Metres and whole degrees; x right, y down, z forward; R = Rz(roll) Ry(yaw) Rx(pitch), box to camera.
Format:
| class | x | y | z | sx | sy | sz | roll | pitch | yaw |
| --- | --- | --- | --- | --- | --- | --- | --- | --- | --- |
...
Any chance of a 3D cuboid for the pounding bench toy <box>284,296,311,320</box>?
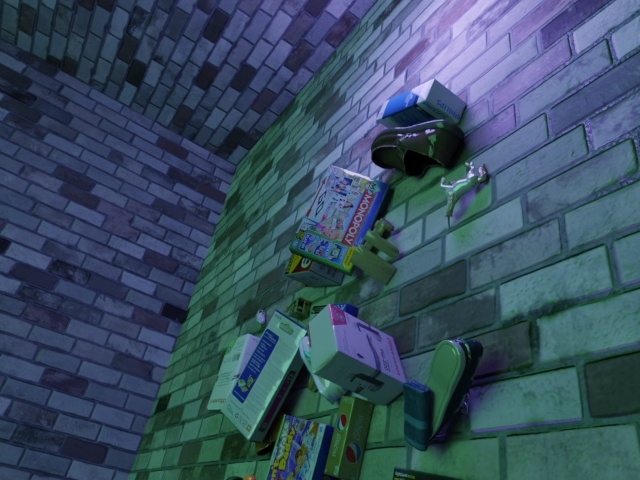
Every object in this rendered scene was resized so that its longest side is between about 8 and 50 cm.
| class | x | y | z | sx | sy | sz | roll | pitch | yaw |
| --- | --- | --- | --- | --- | --- | --- | --- | --- | --- |
| pounding bench toy | -0.082 | 0.230 | 1.700 | 0.052 | 0.083 | 0.065 | -37 | 35 | 47 |

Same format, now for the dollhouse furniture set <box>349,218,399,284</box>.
| class | x | y | z | sx | sy | sz | roll | pitch | yaw |
| --- | --- | --- | --- | --- | --- | --- | --- | --- | --- |
| dollhouse furniture set | 0.186 | 0.028 | 1.426 | 0.144 | 0.123 | 0.151 | -58 | -12 | 10 |

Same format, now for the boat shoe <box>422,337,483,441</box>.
| class | x | y | z | sx | sy | sz | roll | pitch | yaw |
| --- | --- | --- | --- | --- | --- | --- | --- | --- | --- |
| boat shoe | 0.239 | 0.294 | 0.946 | 0.095 | 0.079 | 0.255 | 48 | 131 | 54 |

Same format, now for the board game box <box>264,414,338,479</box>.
| class | x | y | z | sx | sy | sz | roll | pitch | yaw |
| --- | --- | --- | --- | --- | --- | --- | --- | --- | --- |
| board game box | -0.062 | 0.634 | 1.226 | 0.233 | 0.078 | 0.347 | -22 | 46 | 57 |

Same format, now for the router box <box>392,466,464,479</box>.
| class | x | y | z | sx | sy | sz | roll | pitch | yaw |
| --- | --- | --- | --- | --- | --- | --- | --- | --- | --- |
| router box | 0.193 | 0.493 | 0.882 | 0.179 | 0.046 | 0.133 | -27 | 41 | 54 |

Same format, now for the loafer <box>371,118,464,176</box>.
| class | x | y | z | sx | sy | sz | roll | pitch | yaw |
| --- | --- | --- | --- | --- | --- | --- | --- | --- | --- |
| loafer | 0.256 | -0.259 | 1.450 | 0.366 | 0.133 | 0.130 | -3 | 62 | 64 |

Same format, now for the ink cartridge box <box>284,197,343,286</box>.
| class | x | y | z | sx | sy | sz | roll | pitch | yaw |
| --- | --- | --- | --- | --- | --- | --- | --- | --- | --- |
| ink cartridge box | 0.000 | 0.000 | 1.718 | 0.271 | 0.130 | 0.310 | -16 | 51 | 61 |

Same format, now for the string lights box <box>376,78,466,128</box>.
| class | x | y | z | sx | sy | sz | roll | pitch | yaw |
| --- | --- | --- | --- | --- | --- | --- | --- | --- | --- |
| string lights box | 0.302 | -0.393 | 1.500 | 0.259 | 0.133 | 0.077 | 0 | 64 | 64 |

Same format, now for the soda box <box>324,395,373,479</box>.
| class | x | y | z | sx | sy | sz | roll | pitch | yaw |
| --- | --- | --- | --- | --- | --- | --- | --- | --- | --- |
| soda box | 0.069 | 0.465 | 1.154 | 0.058 | 0.061 | 0.181 | -24 | 44 | 56 |

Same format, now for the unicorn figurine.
| class | x | y | z | sx | sy | sz | roll | pitch | yaw |
| --- | --- | --- | --- | --- | --- | --- | --- | --- | --- |
| unicorn figurine | 0.344 | -0.127 | 1.216 | 0.162 | 0.060 | 0.111 | -48 | 27 | 32 |

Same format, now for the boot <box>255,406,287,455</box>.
| class | x | y | z | sx | sy | sz | roll | pitch | yaw |
| --- | --- | --- | --- | --- | --- | --- | --- | --- | --- |
| boot | -0.146 | 0.488 | 1.553 | 0.264 | 0.096 | 0.280 | -45 | 32 | 9 |

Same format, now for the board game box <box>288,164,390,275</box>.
| class | x | y | z | sx | sy | sz | roll | pitch | yaw |
| --- | --- | --- | --- | --- | --- | --- | --- | --- | --- |
| board game box | 0.063 | -0.070 | 1.555 | 0.318 | 0.213 | 0.046 | -65 | -18 | -15 |

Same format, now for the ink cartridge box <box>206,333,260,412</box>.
| class | x | y | z | sx | sy | sz | roll | pitch | yaw |
| --- | --- | --- | --- | --- | --- | --- | --- | --- | --- |
| ink cartridge box | -0.299 | 0.506 | 1.816 | 0.198 | 0.114 | 0.273 | -29 | 40 | 53 |

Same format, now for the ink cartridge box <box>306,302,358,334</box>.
| class | x | y | z | sx | sy | sz | roll | pitch | yaw |
| --- | --- | --- | --- | --- | --- | --- | --- | --- | --- |
| ink cartridge box | 0.031 | 0.248 | 1.491 | 0.207 | 0.046 | 0.097 | -17 | 52 | 59 |

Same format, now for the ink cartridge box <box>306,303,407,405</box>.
| class | x | y | z | sx | sy | sz | roll | pitch | yaw |
| --- | --- | --- | --- | --- | --- | --- | --- | --- | --- |
| ink cartridge box | 0.084 | 0.266 | 1.138 | 0.092 | 0.217 | 0.159 | -46 | 28 | 22 |

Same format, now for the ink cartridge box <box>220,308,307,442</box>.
| class | x | y | z | sx | sy | sz | roll | pitch | yaw |
| --- | --- | --- | --- | --- | --- | --- | --- | --- | --- |
| ink cartridge box | -0.163 | 0.417 | 1.529 | 0.175 | 0.069 | 0.371 | 22 | 84 | 47 |

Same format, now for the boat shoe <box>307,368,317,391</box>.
| class | x | y | z | sx | sy | sz | roll | pitch | yaw |
| --- | --- | --- | --- | --- | --- | --- | --- | --- | --- |
| boat shoe | -0.015 | 0.377 | 1.447 | 0.050 | 0.045 | 0.136 | -17 | 50 | 60 |

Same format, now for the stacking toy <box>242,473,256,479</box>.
| class | x | y | z | sx | sy | sz | roll | pitch | yaw |
| --- | --- | --- | --- | --- | --- | --- | --- | --- | --- |
| stacking toy | -0.239 | 0.779 | 1.300 | 0.165 | 0.175 | 0.302 | 15 | 68 | 24 |

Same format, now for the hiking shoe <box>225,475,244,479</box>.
| class | x | y | z | sx | sy | sz | roll | pitch | yaw |
| --- | --- | --- | --- | --- | --- | --- | --- | --- | --- |
| hiking shoe | -0.272 | 0.845 | 1.398 | 0.132 | 0.113 | 0.304 | -18 | 51 | 54 |

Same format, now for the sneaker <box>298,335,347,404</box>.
| class | x | y | z | sx | sy | sz | roll | pitch | yaw |
| --- | --- | --- | --- | --- | --- | --- | --- | --- | --- |
| sneaker | 0.013 | 0.343 | 1.356 | 0.092 | 0.087 | 0.229 | -38 | 42 | 0 |

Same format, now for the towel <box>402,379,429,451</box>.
| class | x | y | z | sx | sy | sz | roll | pitch | yaw |
| --- | --- | --- | --- | --- | --- | --- | --- | --- | --- |
| towel | 0.183 | 0.334 | 0.936 | 0.067 | 0.029 | 0.120 | -173 | 84 | -68 |

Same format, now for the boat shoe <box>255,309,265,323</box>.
| class | x | y | z | sx | sy | sz | roll | pitch | yaw |
| --- | --- | --- | --- | --- | --- | --- | --- | --- | --- |
| boat shoe | -0.244 | 0.313 | 2.017 | 0.035 | 0.035 | 0.100 | -64 | 16 | 5 |
